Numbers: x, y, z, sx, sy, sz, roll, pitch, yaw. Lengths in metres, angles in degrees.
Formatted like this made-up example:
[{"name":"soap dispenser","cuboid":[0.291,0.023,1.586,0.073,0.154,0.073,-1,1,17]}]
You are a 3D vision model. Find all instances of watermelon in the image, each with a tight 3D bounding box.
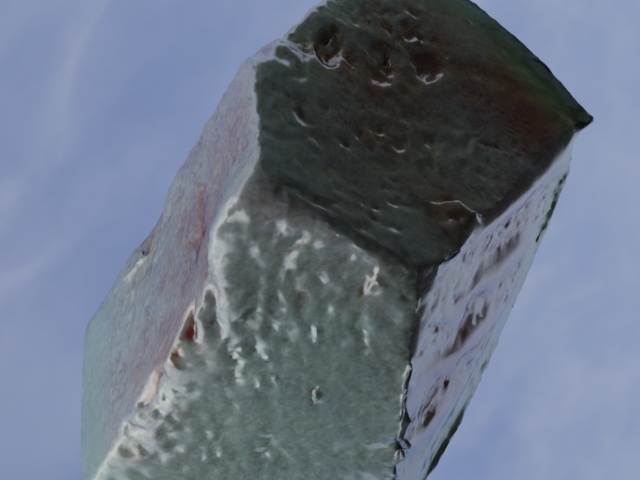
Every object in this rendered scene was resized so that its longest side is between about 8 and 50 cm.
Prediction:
[{"name":"watermelon","cuboid":[0.000,0.000,1.083,0.387,0.228,0.258,-56,-16,-11]}]
